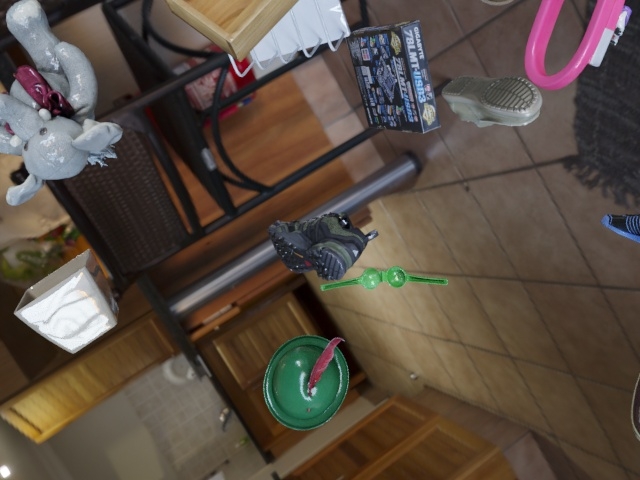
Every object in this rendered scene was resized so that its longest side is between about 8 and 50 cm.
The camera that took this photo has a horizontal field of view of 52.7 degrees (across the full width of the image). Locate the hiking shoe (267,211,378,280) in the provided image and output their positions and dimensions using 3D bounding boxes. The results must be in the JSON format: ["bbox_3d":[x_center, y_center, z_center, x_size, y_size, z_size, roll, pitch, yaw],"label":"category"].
[{"bbox_3d":[0.000,0.000,1.097,0.227,0.114,0.086,21,139,51],"label":"hiking shoe"}]

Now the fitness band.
[{"bbox_3d":[0.542,-0.469,1.398,0.209,0.054,0.291,45,120,60],"label":"fitness band"}]

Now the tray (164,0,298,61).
[{"bbox_3d":[-0.096,-0.558,1.260,0.203,0.411,0.076,39,171,19],"label":"tray"}]

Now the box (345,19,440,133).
[{"bbox_3d":[0.203,-0.461,1.842,0.293,0.073,0.296,21,133,59],"label":"box"}]

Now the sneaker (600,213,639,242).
[{"bbox_3d":[0.862,-0.038,1.726,0.081,0.090,0.232,16,-166,-34],"label":"sneaker"}]

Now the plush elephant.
[{"bbox_3d":[-0.509,-0.214,1.181,0.330,0.272,0.255,47,-173,-32],"label":"plush elephant"}]

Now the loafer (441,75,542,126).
[{"bbox_3d":[0.372,-0.291,1.382,0.092,0.102,0.268,51,172,-34],"label":"loafer"}]

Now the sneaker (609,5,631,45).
[{"bbox_3d":[0.760,-0.554,1.663,0.068,0.071,0.170,37,-173,3],"label":"sneaker"}]

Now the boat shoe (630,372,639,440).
[{"bbox_3d":[0.579,0.160,0.981,0.123,0.342,0.123,31,167,38],"label":"boat shoe"}]

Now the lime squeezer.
[{"bbox_3d":[0.157,0.106,1.633,0.110,0.310,0.059,-86,-7,-65],"label":"lime squeezer"}]

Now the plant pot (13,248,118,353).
[{"bbox_3d":[-0.342,0.091,0.903,0.096,0.109,0.109,57,174,-18],"label":"plant pot"}]

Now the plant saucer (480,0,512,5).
[{"bbox_3d":[0.463,-0.784,1.777,0.041,0.278,0.278,5,126,63],"label":"plant saucer"}]

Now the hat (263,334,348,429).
[{"bbox_3d":[-0.051,0.239,1.174,0.173,0.209,0.183,29,176,25],"label":"hat"}]

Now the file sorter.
[{"bbox_3d":[-0.099,-0.541,1.603,0.173,0.277,0.193,-68,-37,-52],"label":"file sorter"}]
